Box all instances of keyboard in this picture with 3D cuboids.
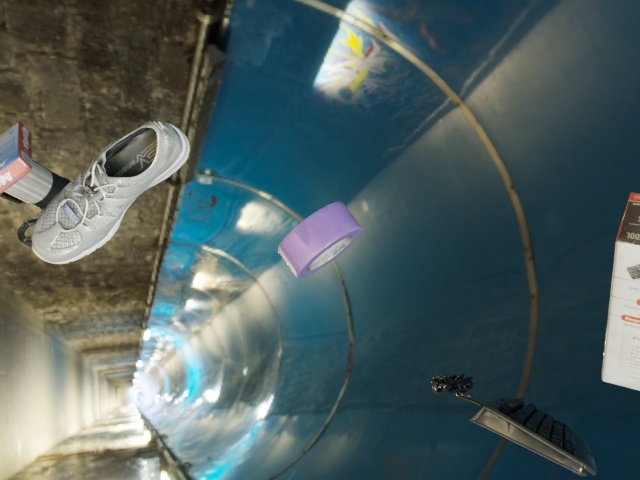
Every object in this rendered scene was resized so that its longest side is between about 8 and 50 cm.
[{"bbox_3d":[0.224,0.204,0.714,0.033,0.201,0.317,-66,155,-4],"label":"keyboard"}]

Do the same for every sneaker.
[{"bbox_3d":[-0.323,-0.084,0.877,0.105,0.281,0.115,43,-5,5],"label":"sneaker"}]

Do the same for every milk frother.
[{"bbox_3d":[-0.566,-0.076,1.147,0.135,0.129,0.143,43,22,-61],"label":"milk frother"}]

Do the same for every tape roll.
[{"bbox_3d":[0.000,0.000,1.370,0.080,0.189,0.189,54,-27,12],"label":"tape roll"}]

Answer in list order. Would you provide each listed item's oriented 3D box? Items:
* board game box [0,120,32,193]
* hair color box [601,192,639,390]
[{"bbox_3d":[-0.512,-0.047,0.808,0.027,0.281,0.145,54,-2,-37],"label":"board game box"},{"bbox_3d":[0.259,0.049,0.427,0.053,0.093,0.167,-58,144,-32],"label":"hair color box"}]
